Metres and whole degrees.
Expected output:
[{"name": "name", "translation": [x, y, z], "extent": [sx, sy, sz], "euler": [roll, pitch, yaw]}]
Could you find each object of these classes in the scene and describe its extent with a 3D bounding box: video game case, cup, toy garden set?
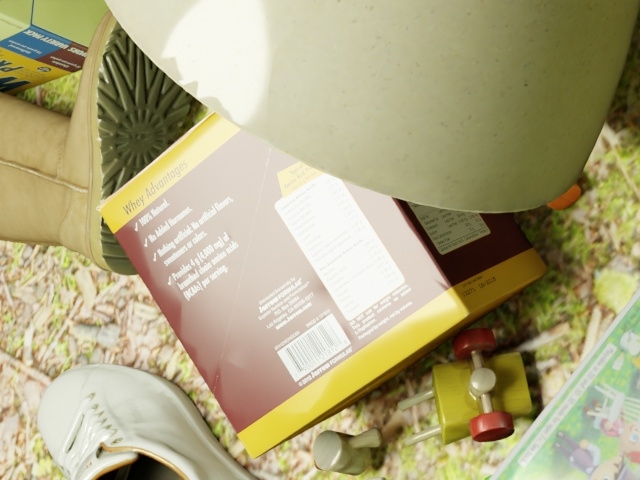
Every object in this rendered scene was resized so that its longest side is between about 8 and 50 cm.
[{"name": "video game case", "translation": [0.190, 0.155, 0.981], "extent": [0.193, 0.023, 0.212], "euler": [41, 95, 35]}, {"name": "cup", "translation": [0.064, -0.210, 1.019], "extent": [0.237, 0.331, 0.331], "euler": [-61, 42, 31]}, {"name": "toy garden set", "translation": [0.059, 0.188, 1.128], "extent": [0.244, 0.049, 0.204], "euler": [-30, 58, 35]}]

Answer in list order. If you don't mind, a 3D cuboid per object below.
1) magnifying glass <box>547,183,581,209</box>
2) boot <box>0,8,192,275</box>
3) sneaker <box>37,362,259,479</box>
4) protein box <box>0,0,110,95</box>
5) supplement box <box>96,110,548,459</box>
[{"name": "magnifying glass", "translation": [0.097, -0.108, 1.177], "extent": [0.026, 0.092, 0.231], "euler": [-45, 59, 19]}, {"name": "boot", "translation": [-0.228, -0.101, 1.463], "extent": [0.269, 0.089, 0.236], "euler": [17, 99, 47]}, {"name": "sneaker", "translation": [-0.145, 0.156, 1.285], "extent": [0.290, 0.123, 0.106], "euler": [26, 96, 47]}, {"name": "protein box", "translation": [-0.294, -0.247, 1.562], "extent": [0.201, 0.136, 0.200], "euler": [-13, 67, 41]}, {"name": "supplement box", "translation": [0.000, 0.000, 1.137], "extent": [0.191, 0.129, 0.194], "euler": [-37, 82, 30]}]
